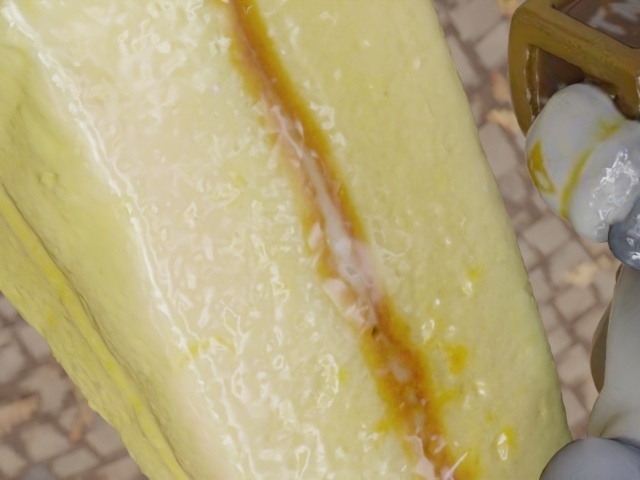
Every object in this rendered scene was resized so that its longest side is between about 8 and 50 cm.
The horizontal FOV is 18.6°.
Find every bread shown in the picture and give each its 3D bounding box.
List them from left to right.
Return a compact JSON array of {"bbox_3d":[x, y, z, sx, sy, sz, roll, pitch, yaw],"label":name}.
[{"bbox_3d":[0.002,0.003,0.700,0.167,0.264,0.163,-38,175,-28],"label":"bread"}]

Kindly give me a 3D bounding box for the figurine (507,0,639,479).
[{"bbox_3d":[0.163,0.008,0.713,0.261,0.186,0.382,-34,130,-21],"label":"figurine"}]
